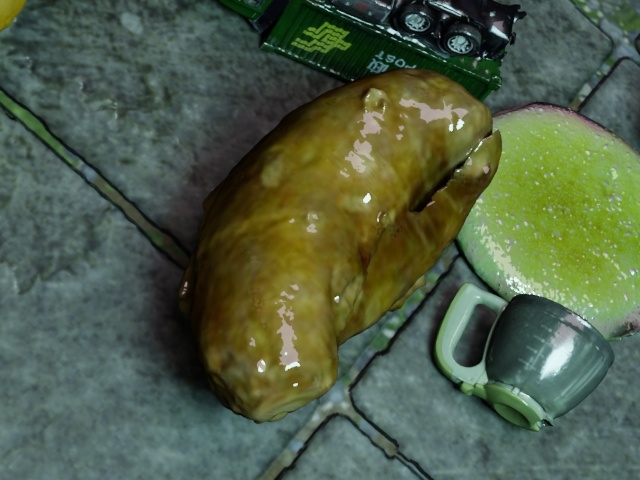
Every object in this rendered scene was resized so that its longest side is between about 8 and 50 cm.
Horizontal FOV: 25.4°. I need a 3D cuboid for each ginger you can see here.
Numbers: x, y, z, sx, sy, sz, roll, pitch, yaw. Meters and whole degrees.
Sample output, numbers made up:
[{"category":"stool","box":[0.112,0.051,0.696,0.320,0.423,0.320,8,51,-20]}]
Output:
[{"category":"ginger","box":[0.000,0.000,1.038,0.321,0.172,0.165,-54,130,-29]}]

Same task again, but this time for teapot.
[{"category":"teapot","box":[0.155,0.096,1.105,0.091,0.124,0.092,-54,134,-20]}]

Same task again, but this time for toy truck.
[{"category":"toy truck","box":[0.033,-0.197,1.169,0.259,0.121,0.088,22,58,-13]}]

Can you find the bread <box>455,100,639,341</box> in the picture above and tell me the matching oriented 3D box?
[{"category":"bread","box":[0.211,-0.023,1.210,0.228,0.033,0.229,11,58,-19]}]

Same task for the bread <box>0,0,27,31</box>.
[{"category":"bread","box":[-0.325,-0.240,0.953,0.250,0.361,0.394,54,52,-48]}]
